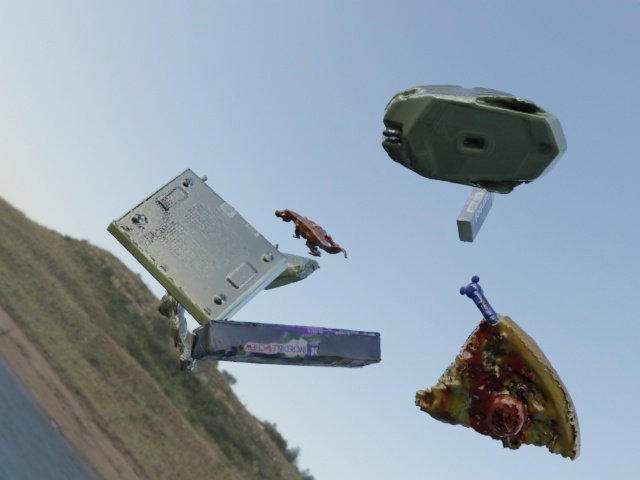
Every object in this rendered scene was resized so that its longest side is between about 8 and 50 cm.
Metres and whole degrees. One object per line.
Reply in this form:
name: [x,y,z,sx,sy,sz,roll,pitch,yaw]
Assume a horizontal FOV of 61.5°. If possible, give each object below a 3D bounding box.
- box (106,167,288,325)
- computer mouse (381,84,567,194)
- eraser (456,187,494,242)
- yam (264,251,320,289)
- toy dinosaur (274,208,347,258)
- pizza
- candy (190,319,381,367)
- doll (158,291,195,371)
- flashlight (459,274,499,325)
box: [-0.212,0.006,0.956,0.270,0.211,0.045,43,-26,13]
computer mouse: [0.362,-0.254,1.293,0.428,0.145,0.228,11,-58,17]
eraser: [0.489,-0.097,1.687,0.046,0.212,0.092,12,-40,33]
yam: [-0.129,0.066,1.265,0.259,0.106,0.106,13,-43,32]
toy dinosaur: [0.000,0.000,1.979,0.432,0.097,0.208,30,-15,39]
pizza: [0.429,0.421,1.401,0.406,0.130,0.440,-28,-83,32]
candy: [-0.049,0.171,0.871,0.088,0.312,0.061,-36,-129,55]
doll: [-0.432,0.272,1.629,0.203,0.091,0.286,113,-39,-62]
flashlight: [0.346,0.132,1.154,0.035,0.057,0.121,26,27,-38]
